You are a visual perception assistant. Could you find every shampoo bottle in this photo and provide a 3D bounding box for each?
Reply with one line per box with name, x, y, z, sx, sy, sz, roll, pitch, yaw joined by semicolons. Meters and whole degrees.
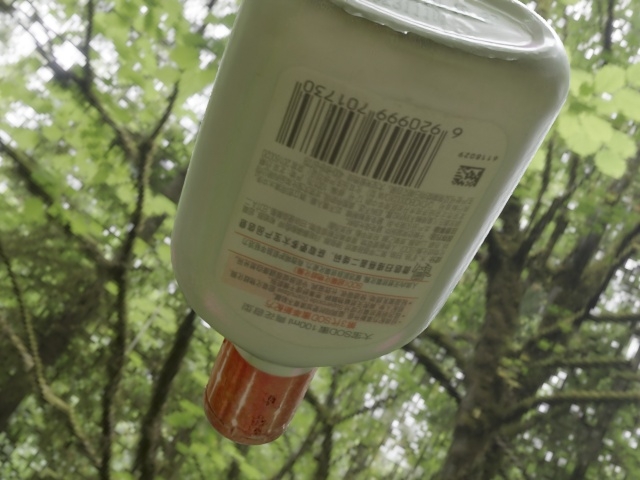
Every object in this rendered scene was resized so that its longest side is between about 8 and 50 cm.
shampoo bottle;0.000;0.000;0.407;0.108;0.051;0.221;14;-45;-10
